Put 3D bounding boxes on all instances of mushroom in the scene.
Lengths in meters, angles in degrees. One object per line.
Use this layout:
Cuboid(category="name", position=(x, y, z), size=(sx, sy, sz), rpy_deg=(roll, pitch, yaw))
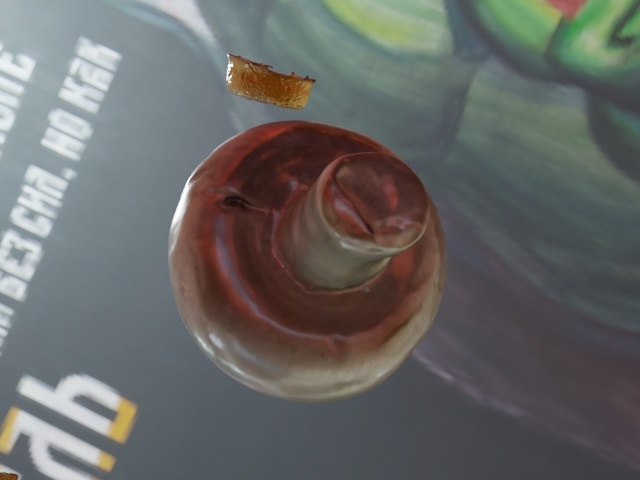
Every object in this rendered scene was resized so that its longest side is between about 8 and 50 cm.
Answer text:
Cuboid(category="mushroom", position=(0.000, 0.000, 1.128), size=(0.244, 0.243, 0.243), rpy_deg=(-63, -7, -14))

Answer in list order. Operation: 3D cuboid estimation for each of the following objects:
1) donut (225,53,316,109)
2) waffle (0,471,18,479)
Cuboid(category="donut", position=(-0.050, -0.145, 1.301), size=(0.067, 0.083, 0.038), rpy_deg=(-133, 59, -79))
Cuboid(category="waffle", position=(-0.331, 0.259, 1.203), size=(0.052, 0.245, 0.254), rpy_deg=(-87, 13, -46))
